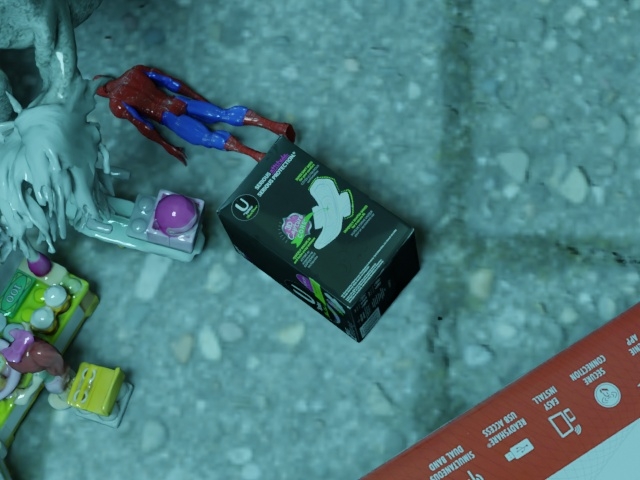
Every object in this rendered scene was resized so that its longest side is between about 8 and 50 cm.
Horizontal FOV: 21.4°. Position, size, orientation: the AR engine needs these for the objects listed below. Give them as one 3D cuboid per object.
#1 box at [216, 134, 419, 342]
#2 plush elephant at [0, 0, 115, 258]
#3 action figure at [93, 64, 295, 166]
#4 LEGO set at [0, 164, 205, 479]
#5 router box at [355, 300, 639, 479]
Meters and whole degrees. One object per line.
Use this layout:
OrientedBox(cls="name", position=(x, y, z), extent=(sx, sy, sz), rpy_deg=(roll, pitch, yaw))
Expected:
OrientedBox(cls="box", position=(0.000, 0.000, 0.829), extent=(0.083, 0.062, 0.052), rpy_deg=(37, 78, 16))
OrientedBox(cls="plush elephant", position=(-0.222, -0.146, 0.769), extent=(0.255, 0.272, 0.330), rpy_deg=(-6, 86, 25))
OrientedBox(cls="action figure", position=(-0.071, -0.064, 0.879), extent=(0.115, 0.030, 0.038), rpy_deg=(24, 67, 19))
OrientedBox(cls="LEGO set", position=(-0.138, 0.094, 0.781), extent=(0.132, 0.107, 0.287), rpy_deg=(5, 69, 7))
OrientedBox(cls="router box", position=(0.107, 0.224, 0.697), extent=(0.335, 0.082, 0.301), rpy_deg=(-31, 69, -17))
